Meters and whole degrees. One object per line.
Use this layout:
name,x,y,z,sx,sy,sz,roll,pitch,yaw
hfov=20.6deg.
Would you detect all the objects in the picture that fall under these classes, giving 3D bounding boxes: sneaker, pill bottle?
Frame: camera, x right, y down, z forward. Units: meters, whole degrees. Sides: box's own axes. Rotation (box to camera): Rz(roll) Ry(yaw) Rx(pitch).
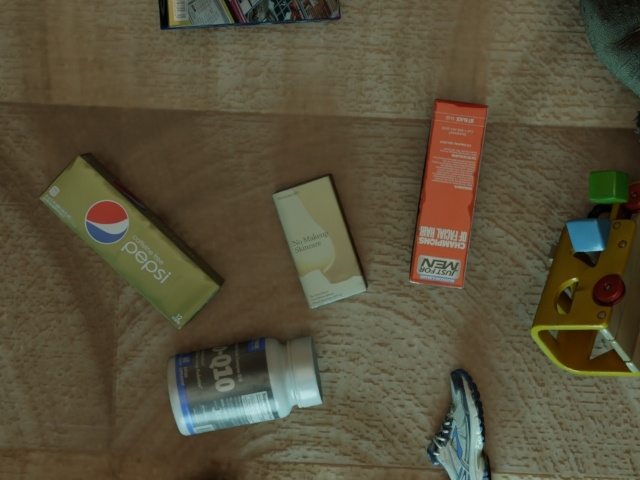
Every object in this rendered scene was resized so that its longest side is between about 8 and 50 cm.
sneaker,0.128,0.189,1.660,0.058,0.052,0.135,-6,94,7
pill bottle,-0.070,0.133,1.649,0.137,0.078,0.078,-11,94,3

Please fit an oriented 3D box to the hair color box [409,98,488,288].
hair color box,0.118,-0.045,1.618,0.053,0.093,0.167,7,95,3

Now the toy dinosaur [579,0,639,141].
toy dinosaur,0.295,-0.182,1.496,0.160,0.121,0.313,-32,93,4

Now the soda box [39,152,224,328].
soda box,-0.175,0.000,1.651,0.181,0.061,0.058,43,95,-2

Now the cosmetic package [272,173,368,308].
cosmetic package,0.000,0.000,1.653,0.060,0.041,0.115,-20,94,4

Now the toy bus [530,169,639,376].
toy bus,0.261,0.024,1.609,0.104,0.202,0.191,-2,99,37

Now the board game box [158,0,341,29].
board game box,-0.072,-0.318,1.605,0.165,0.042,0.243,-4,94,-15
